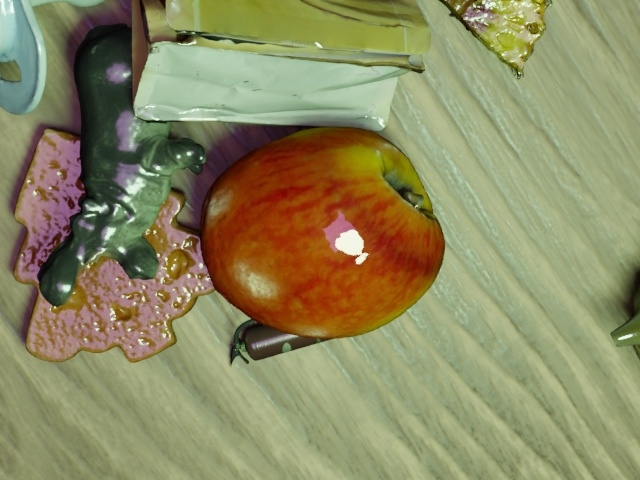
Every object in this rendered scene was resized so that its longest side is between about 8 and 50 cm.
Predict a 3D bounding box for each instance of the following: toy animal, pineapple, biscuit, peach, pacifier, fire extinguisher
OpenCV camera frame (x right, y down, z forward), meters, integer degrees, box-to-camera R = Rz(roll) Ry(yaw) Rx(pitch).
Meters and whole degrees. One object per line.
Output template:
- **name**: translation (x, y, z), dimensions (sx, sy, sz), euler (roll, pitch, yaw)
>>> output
- **toy animal**: translation (-0.220, -0.084, 1.437), dimensions (0.168, 0.106, 0.343), euler (10, 84, -9)
- **pineapple**: translation (0.205, -0.314, 1.467), dimensions (0.135, 0.079, 0.233), euler (-42, 99, 3)
- **biscuit**: translation (-0.264, 0.001, 1.521), dimensions (0.283, 0.043, 0.306), euler (-23, 98, 2)
- **peach**: translation (0.000, 0.000, 1.438), dimensions (0.280, 0.238, 0.281), euler (-5, 138, -4)
- **pacifier**: translation (-0.339, -0.292, 1.417), dimensions (0.225, 0.238, 0.287), euler (-16, 104, -31)
- **fire extinguisher**: translation (-0.046, 0.112, 1.544), dimensions (0.157, 0.045, 0.078), euler (-16, 135, 1)

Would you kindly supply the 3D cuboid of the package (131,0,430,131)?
- **package**: translation (-0.043, -0.245, 1.370), dimensions (0.311, 0.165, 0.221), euler (2, 82, -19)

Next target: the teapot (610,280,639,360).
- **teapot**: translation (0.468, 0.110, 1.515), dimensions (0.267, 0.186, 0.175), euler (8, 137, -31)
